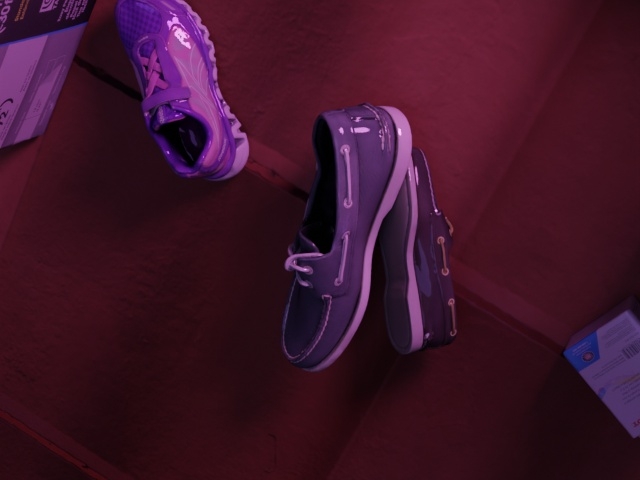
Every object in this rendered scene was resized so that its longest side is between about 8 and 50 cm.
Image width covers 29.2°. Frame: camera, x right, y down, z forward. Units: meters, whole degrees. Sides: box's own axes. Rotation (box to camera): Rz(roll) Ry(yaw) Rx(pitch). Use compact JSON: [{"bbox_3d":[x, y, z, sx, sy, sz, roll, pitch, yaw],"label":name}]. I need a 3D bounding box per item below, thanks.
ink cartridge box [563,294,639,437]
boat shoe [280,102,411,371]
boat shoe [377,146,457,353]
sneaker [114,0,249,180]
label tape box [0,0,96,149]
[{"bbox_3d":[0.333,0.135,1.305,0.088,0.052,0.122,-39,91,27],"label":"ink cartridge box"},{"bbox_3d":[0.000,0.000,1.329,0.116,0.099,0.319,45,124,46],"label":"boat shoe"},{"bbox_3d":[0.108,0.007,1.337,0.069,0.081,0.228,-6,97,-24],"label":"boat shoe"},{"bbox_3d":[-0.163,-0.167,1.356,0.095,0.104,0.236,-21,98,26],"label":"sneaker"},{"bbox_3d":[-0.384,-0.200,1.288,0.115,0.348,0.249,32,116,7],"label":"label tape box"}]
